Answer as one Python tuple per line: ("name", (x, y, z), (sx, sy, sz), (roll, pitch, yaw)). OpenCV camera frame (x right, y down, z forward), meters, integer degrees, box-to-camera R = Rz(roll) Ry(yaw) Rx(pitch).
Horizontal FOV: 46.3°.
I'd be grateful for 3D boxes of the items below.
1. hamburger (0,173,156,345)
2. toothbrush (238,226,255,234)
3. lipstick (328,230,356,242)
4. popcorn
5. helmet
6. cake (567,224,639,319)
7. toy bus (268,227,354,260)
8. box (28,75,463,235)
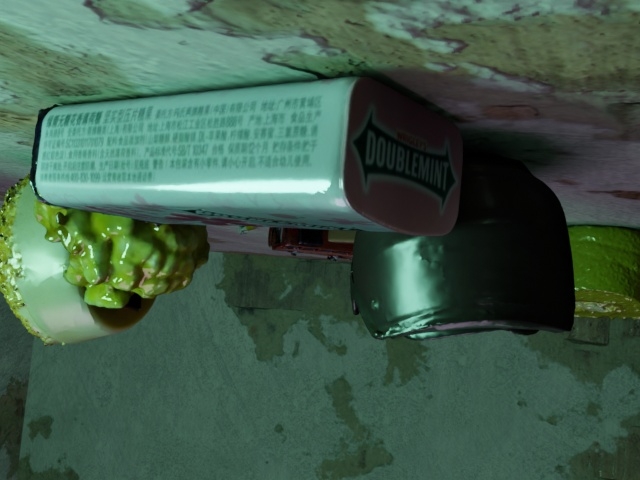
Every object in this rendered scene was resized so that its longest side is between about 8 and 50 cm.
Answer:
("hamburger", (-0.377, 0.024, 1.158), (0.179, 0.276, 0.294), (-8, 167, 18))
("toothbrush", (-0.166, -0.032, 1.792), (0.024, 0.021, 0.288), (-5, 178, -14))
("lipstick", (0.090, -0.014, 1.542), (0.145, 0.045, 0.045), (3, 176, 29))
("popcorn", (-0.243, -0.017, 0.921), (0.189, 0.169, 0.218), (-23, -129, -39))
("helmet", (0.139, -0.004, 0.785), (0.225, 0.177, 0.305), (-5, -173, -1))
("cake", (0.449, 0.055, 1.323), (0.260, 0.156, 0.179), (-6, 153, 43))
("toy bus", (0.000, 0.000, 1.734), (0.235, 0.073, 0.096), (7, 166, -24))
("box", (-0.079, -0.065, 0.677), (0.370, 0.112, 0.190), (1, 173, 37))
